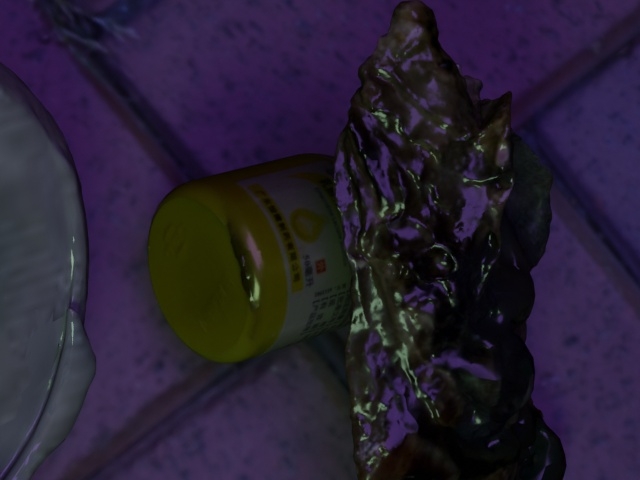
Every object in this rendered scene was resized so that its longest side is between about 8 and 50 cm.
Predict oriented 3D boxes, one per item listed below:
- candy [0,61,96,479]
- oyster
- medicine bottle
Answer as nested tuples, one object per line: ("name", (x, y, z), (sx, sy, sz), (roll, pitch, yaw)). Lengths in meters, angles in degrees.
("candy", (-0.315, 0.049, 0.926), (0.427, 0.186, 0.386), (-28, 121, -31))
("oyster", (0.102, 0.025, 1.093), (0.221, 0.096, 0.361), (-12, 101, -62))
("medicine bottle", (0.000, 0.000, 1.125), (0.212, 0.122, 0.122), (-17, 79, -39))
